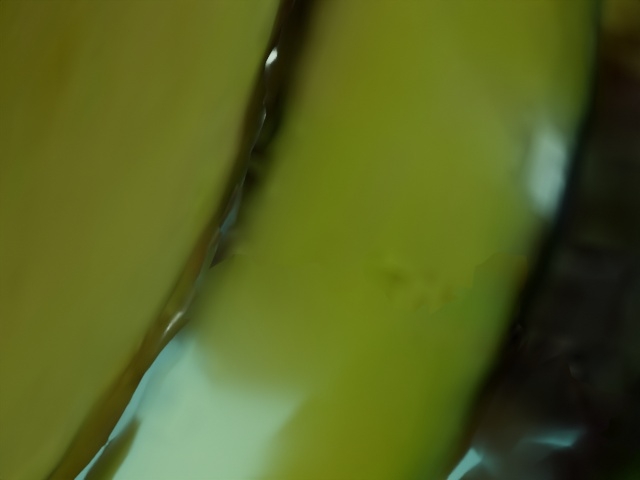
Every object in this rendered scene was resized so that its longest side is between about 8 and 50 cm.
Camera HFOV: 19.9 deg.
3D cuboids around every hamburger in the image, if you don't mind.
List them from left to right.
[{"bbox_3d":[0.000,0.000,0.618,0.277,0.395,0.396,27,126,-31],"label":"hamburger"}]
